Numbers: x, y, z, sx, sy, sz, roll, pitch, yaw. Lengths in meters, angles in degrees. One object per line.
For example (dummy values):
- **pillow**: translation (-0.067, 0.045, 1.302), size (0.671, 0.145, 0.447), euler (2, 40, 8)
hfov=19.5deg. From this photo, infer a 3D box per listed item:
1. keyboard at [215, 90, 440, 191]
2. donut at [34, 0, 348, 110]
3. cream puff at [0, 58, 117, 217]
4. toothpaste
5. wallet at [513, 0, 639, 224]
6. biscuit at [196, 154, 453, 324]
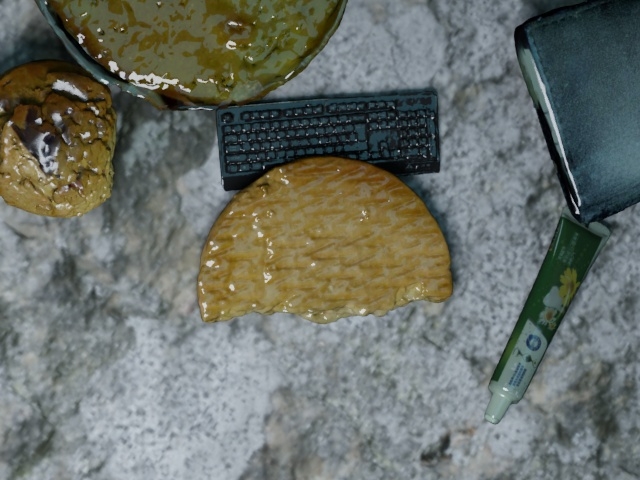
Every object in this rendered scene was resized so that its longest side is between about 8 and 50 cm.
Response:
- **keyboard**: translation (0.009, -0.086, 1.596), size (0.197, 0.015, 0.074), euler (-5, 91, -14)
- **donut**: translation (-0.107, -0.233, 1.516), size (0.272, 0.107, 0.272), euler (0, 90, -5)
- **cream puff**: translation (-0.217, -0.080, 1.498), size (0.119, 0.104, 0.133), euler (-24, 96, -20)
- **toothpaste**: translation (0.193, 0.068, 1.631), size (0.049, 0.031, 0.204), euler (28, 80, -6)
- **wallet**: translation (0.360, -0.161, 1.662), size (0.379, 0.046, 0.190), euler (-22, 96, -16)
- **biscuit**: translation (0.000, 0.000, 1.581), size (0.224, 0.033, 0.144), euler (-7, 94, -16)
